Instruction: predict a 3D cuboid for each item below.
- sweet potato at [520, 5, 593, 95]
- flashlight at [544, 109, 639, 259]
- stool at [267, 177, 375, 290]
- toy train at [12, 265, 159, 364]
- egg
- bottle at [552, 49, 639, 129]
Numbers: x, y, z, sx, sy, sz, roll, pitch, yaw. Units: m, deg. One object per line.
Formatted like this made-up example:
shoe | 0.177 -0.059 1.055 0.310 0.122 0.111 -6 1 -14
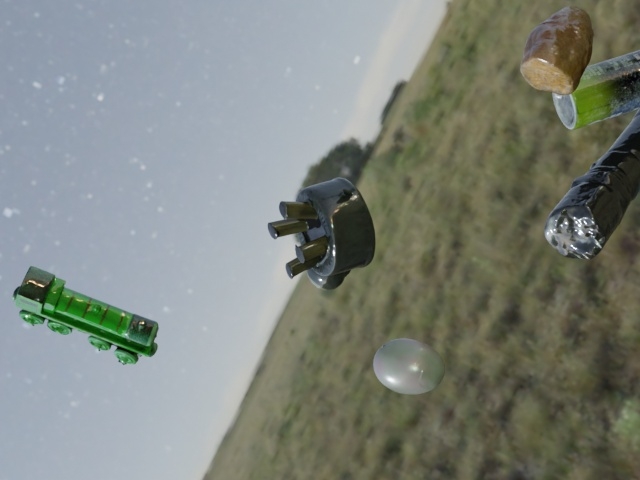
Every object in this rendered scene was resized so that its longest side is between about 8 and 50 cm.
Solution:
sweet potato | 0.354 -0.288 1.594 0.097 0.097 0.252 -64 -4 37
flashlight | 0.487 -0.113 1.734 0.424 0.103 0.103 -43 -15 -41
stool | 0.004 0.005 1.802 0.153 0.139 0.228 41 142 52
toy train | -0.378 0.123 1.757 0.119 0.251 0.085 127 162 -62
egg | 0.164 0.234 2.006 0.103 0.135 0.103 9 -90 -71
bottle | 0.545 -0.270 1.746 0.093 0.330 0.093 162 90 -85
